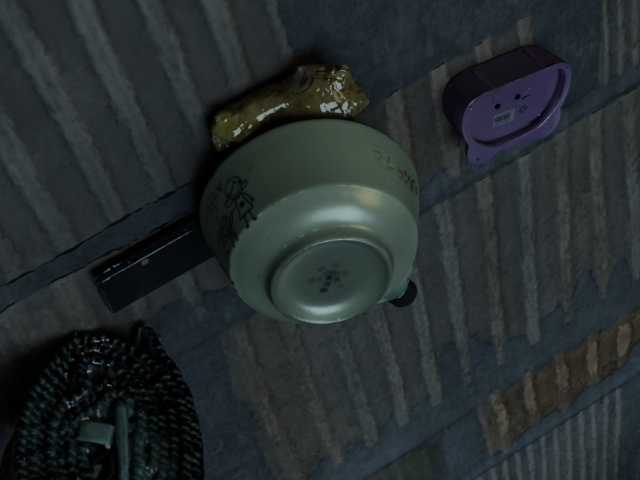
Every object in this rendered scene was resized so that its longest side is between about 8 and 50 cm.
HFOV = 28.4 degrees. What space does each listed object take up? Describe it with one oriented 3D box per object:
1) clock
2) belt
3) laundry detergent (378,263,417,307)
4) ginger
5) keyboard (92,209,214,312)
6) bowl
[{"bbox_3d":[0.215,-0.159,1.473,0.152,0.050,0.110,-23,138,-19],"label":"clock"},{"bbox_3d":[-0.238,0.246,1.341,0.206,0.295,0.160,5,133,-21],"label":"belt"},{"bbox_3d":[0.051,0.024,1.503,0.099,0.070,0.225,-43,142,5],"label":"laundry detergent"},{"bbox_3d":[-0.033,-0.127,1.303,0.165,0.067,0.096,-20,144,-2],"label":"ginger"},{"bbox_3d":[-0.138,0.001,1.371,0.231,0.023,0.072,-30,147,-11],"label":"keyboard"},{"bbox_3d":[0.000,0.000,1.303,0.237,0.126,0.238,-8,134,-8],"label":"bowl"}]
